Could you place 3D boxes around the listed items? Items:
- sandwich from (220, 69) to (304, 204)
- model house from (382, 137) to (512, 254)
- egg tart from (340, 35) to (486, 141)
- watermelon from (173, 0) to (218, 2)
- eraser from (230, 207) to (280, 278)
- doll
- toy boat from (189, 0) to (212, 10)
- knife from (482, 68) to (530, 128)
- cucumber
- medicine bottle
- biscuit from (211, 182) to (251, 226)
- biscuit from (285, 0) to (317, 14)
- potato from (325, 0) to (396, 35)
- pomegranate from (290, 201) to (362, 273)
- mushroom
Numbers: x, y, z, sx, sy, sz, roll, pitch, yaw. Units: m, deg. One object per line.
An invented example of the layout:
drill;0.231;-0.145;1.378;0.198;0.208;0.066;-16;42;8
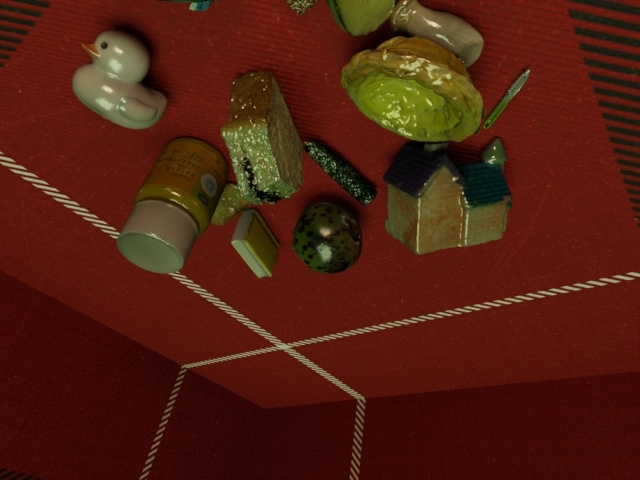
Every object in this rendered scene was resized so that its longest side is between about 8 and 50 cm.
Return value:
sandwich;-0.141;-0.238;1.103;0.131;0.325;0.262;-13;136;12
model house;0.352;-0.146;1.204;0.313;0.245;0.279;-11;114;-12
egg tart;0.214;-0.342;0.964;0.346;0.132;0.345;24;177;1
watermelon;-0.310;-0.590;0.819;0.265;0.151;0.301;0;132;14
eraser;-0.229;0.010;1.567;0.069;0.157;0.226;-5;140;22
doll;-0.501;-0.415;1.114;0.221;0.220;0.251;-16;157;30
toy boat;-0.290;-0.586;0.955;0.106;0.034;0.149;-17;122;35
knife;0.456;-0.345;1.067;0.022;0.026;0.184;50;146;16
cucumber;0.057;-0.210;1.300;0.068;0.067;0.294;-27;126;38
medicine bottle;-0.429;-0.108;1.289;0.225;0.384;0.224;7;140;6
biscuit;-0.337;-0.126;1.531;0.118;0.029;0.247;41;134;-23
biscuit;-0.076;-0.590;0.891;0.131;0.025;0.231;-26;129;37
potato;0.047;-0.536;0.842;0.111;0.160;0.271;42;174;31
pomegranate;-0.004;-0.015;1.461;0.306;0.242;0.242;17;154;46
mushroom;0.251;-0.449;0.939;0.213;0.088;0.097;23;173;-6
